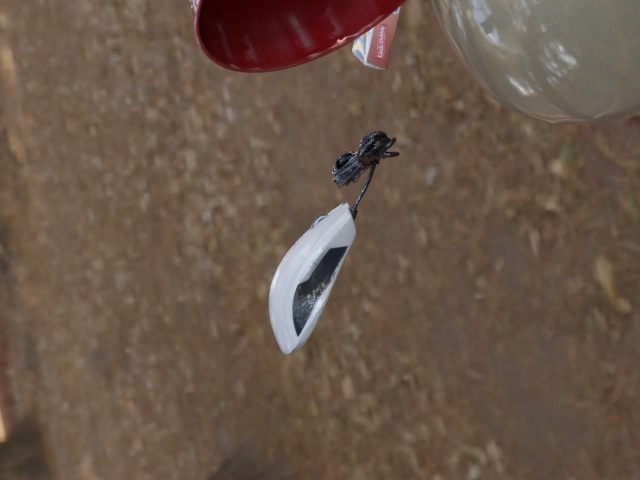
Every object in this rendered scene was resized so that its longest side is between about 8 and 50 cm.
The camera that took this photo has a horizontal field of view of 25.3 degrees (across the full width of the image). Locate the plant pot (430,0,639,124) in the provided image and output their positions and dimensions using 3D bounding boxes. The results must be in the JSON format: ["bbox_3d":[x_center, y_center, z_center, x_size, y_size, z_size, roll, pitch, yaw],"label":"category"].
[{"bbox_3d":[0.192,-0.260,1.165,0.191,0.284,0.284,30,-151,-50],"label":"plant pot"}]

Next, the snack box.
[{"bbox_3d":[0.058,-0.230,1.147,0.064,0.022,0.178,-118,38,-71],"label":"snack box"}]

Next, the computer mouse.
[{"bbox_3d":[0.000,0.000,1.167,0.193,0.042,0.106,-65,13,-9],"label":"computer mouse"}]

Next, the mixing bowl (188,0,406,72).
[{"bbox_3d":[-0.016,-0.196,0.855,0.098,0.181,0.181,58,156,21],"label":"mixing bowl"}]
